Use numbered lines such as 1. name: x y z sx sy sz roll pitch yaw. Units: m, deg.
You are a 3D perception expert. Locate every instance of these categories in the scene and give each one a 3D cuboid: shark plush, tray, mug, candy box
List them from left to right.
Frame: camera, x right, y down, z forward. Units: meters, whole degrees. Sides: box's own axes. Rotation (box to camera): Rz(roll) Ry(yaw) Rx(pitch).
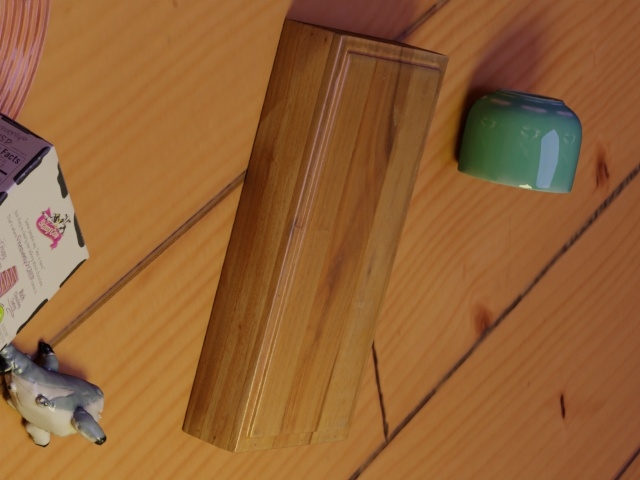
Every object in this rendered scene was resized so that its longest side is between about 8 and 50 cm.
1. candy box: -0.285 0.035 1.430 0.233 0.071 0.159 -48 156 -24
2. shark plush: -0.243 0.119 1.624 0.161 0.073 0.067 40 51 -35
3. tray: 0.000 0.000 1.877 0.203 0.076 0.411 2 104 -57
4. mug: 0.216 -0.116 2.104 0.129 0.158 0.097 5 101 -32

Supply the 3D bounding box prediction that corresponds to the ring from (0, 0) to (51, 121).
1. ring: -0.318 -0.159 1.356 0.336 0.032 0.336 -33 133 -44
